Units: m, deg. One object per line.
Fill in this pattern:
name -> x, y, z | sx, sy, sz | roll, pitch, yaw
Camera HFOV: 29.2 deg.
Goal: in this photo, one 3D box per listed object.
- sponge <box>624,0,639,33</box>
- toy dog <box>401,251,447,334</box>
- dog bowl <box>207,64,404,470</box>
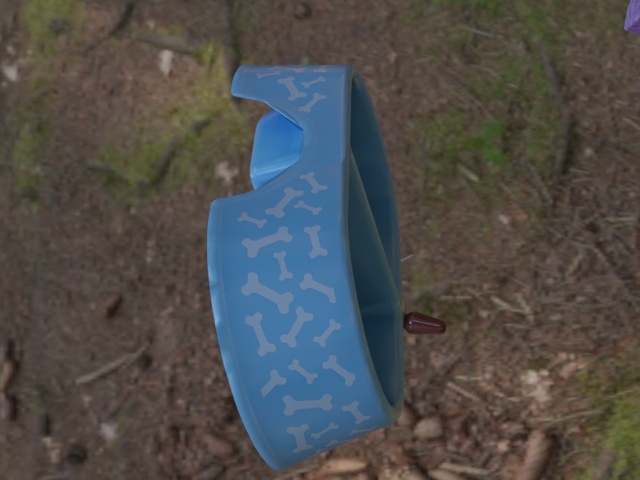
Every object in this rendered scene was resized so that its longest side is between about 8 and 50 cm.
sponge -> 0.259, -0.257, 0.855 | 0.031, 0.117, 0.210 | 12, 84, -1
toy dog -> 0.071, 0.082, 1.543 | 0.161, 0.333, 0.220 | 11, 112, 1
dog bowl -> 0.000, 0.000, 0.745 | 0.074, 0.166, 0.297 | -12, 36, 11
